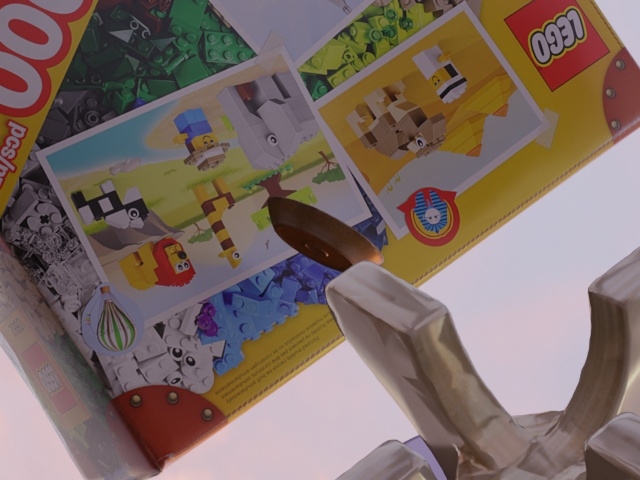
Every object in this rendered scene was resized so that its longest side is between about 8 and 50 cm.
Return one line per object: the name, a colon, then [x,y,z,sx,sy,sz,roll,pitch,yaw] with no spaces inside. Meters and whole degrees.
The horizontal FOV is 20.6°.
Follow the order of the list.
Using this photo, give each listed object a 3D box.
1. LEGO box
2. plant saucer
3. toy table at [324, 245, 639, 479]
LEGO box: [-0.053,-0.105,1.325,0.372,0.500,0.193,55,-25,-1]
plant saucer: [0.000,0.000,1.117,0.083,0.015,0.083,26,-14,7]
toy table: [0.099,0.117,0.807,0.274,0.252,0.161,16,-43,41]
